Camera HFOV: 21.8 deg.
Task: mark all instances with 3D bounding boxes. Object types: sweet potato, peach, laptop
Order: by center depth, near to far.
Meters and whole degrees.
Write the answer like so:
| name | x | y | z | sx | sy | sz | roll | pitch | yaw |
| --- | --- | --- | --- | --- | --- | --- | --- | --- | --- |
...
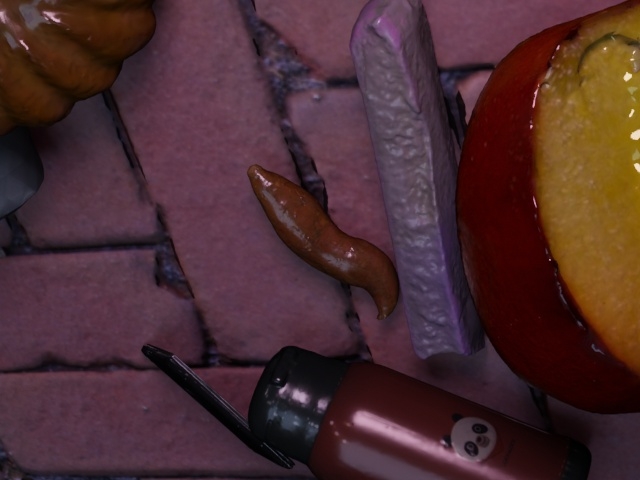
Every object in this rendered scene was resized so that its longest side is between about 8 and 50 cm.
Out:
| name | x | y | z | sx | sy | sz | roll | pitch | yaw |
| --- | --- | --- | --- | --- | --- | --- | --- | --- | --- |
| peach | 0.245 | -0.031 | 1.333 | 0.281 | 0.281 | 0.338 | 12 | 130 | 12 |
| sweet potato | 0.001 | -0.002 | 1.587 | 0.202 | 0.058 | 0.055 | 39 | 87 | -16 |
| laptop | -0.109 | 0.175 | 1.745 | 0.180 | 0.016 | 0.129 | 43 | 169 | -14 |

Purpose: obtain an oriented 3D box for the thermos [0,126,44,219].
| name | x | y | z | sx | sy | sz | roll | pitch | yaw |
| --- | --- | --- | --- | --- | --- | --- | --- | --- | --- |
| thermos | -0.383 | -0.150 | 1.550 | 0.182 | 0.145 | 0.286 | -23 | 120 | -8 |

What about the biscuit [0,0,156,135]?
| name | x | y | z | sx | sy | sz | roll | pitch | yaw |
| --- | --- | --- | --- | --- | --- | --- | --- | --- | --- |
| biscuit | -0.290 | -0.243 | 1.399 | 0.326 | 0.107 | 0.325 | -1 | 105 | -3 |

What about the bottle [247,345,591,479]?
| name | x | y | z | sx | sy | sz | roll | pitch | yaw |
| --- | --- | --- | --- | --- | --- | --- | --- | --- | --- |
| bottle | 0.092 | 0.205 | 1.657 | 0.336 | 0.144 | 0.144 | 23 | 131 | 6 |

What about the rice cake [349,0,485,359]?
| name | x | y | z | sx | sy | sz | roll | pitch | yaw |
| --- | --- | --- | --- | --- | --- | --- | --- | --- | --- |
| rice cake | 0.089 | -0.046 | 1.505 | 0.064 | 0.070 | 0.399 | 3 | 127 | 24 |
